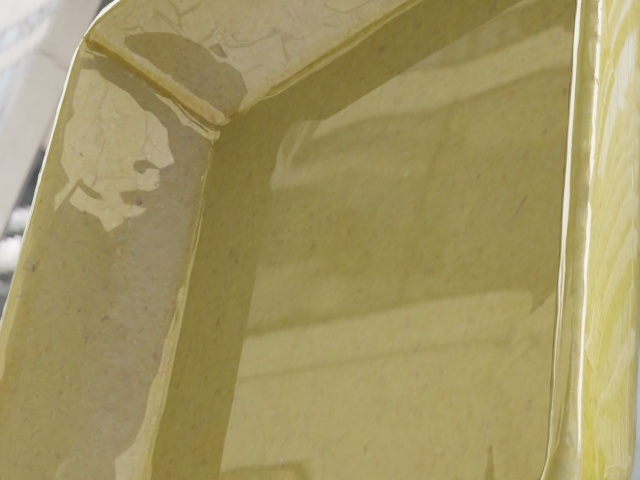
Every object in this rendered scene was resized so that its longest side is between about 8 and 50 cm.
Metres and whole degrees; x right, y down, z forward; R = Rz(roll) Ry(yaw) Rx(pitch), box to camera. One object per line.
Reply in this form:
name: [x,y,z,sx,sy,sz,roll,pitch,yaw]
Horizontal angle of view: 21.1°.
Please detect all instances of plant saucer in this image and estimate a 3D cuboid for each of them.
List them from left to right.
plant saucer: [0.000,0.000,0.609,0.081,0.333,0.333,30,-38,-30]
